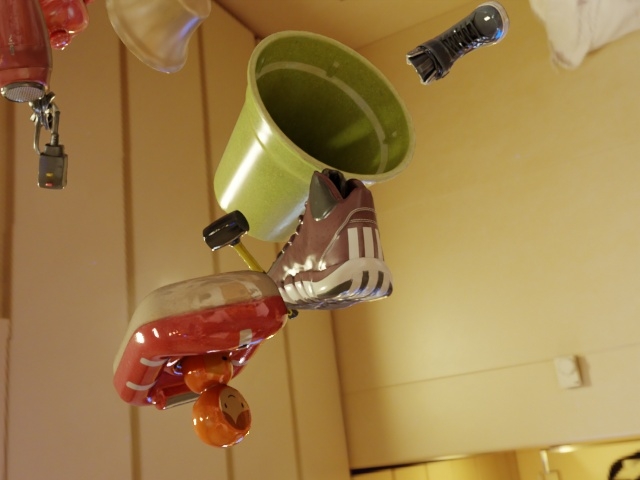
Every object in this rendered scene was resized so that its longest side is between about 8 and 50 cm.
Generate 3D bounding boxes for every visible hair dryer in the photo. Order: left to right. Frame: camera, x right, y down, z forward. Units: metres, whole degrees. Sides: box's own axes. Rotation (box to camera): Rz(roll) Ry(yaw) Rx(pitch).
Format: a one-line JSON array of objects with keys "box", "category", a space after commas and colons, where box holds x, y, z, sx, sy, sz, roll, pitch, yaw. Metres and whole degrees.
[{"box": [-0.397, -0.225, 0.938, 0.223, 0.080, 0.294, -134, 40, -54], "category": "hair dryer"}]

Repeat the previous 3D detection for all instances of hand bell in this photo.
[{"box": [-0.120, -0.310, 0.819, 0.126, 0.242, 0.126, 38, -142, -37], "category": "hand bell"}]

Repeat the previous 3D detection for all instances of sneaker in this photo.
[{"box": [0.000, 0.000, 0.875, 0.106, 0.281, 0.163, 4, -101, -28], "category": "sneaker"}, {"box": [0.273, -0.396, 1.454, 0.163, 0.226, 0.086, -36, -83, -18], "category": "sneaker"}]

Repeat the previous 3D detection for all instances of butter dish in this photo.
[{"box": [-0.422, -0.351, 1.101, 0.118, 0.159, 0.160, 63, 173, 11], "category": "butter dish"}]

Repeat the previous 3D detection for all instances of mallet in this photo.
[{"box": [-0.084, 0.036, 1.017, 0.190, 0.062, 0.039, 46, -159, -19], "category": "mallet"}]

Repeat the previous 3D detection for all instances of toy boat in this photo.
[{"box": [-0.111, 0.132, 0.708, 0.151, 0.231, 0.151, -10, -117, -31], "category": "toy boat"}]

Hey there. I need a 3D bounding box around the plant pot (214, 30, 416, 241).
[{"box": [-0.037, -0.134, 1.107, 0.276, 0.254, 0.276, 18, -130, -23], "category": "plant pot"}]
